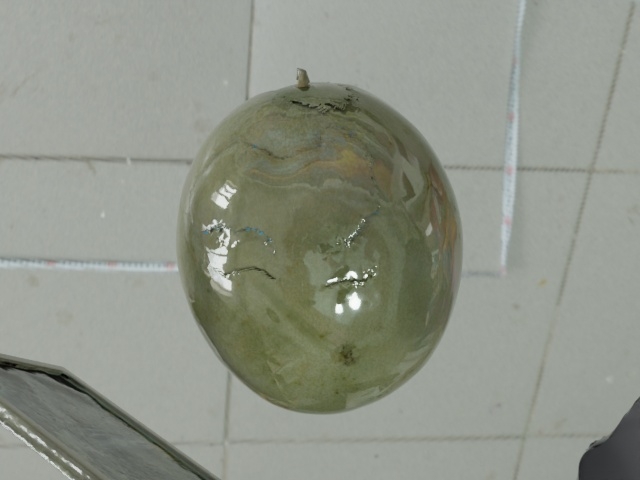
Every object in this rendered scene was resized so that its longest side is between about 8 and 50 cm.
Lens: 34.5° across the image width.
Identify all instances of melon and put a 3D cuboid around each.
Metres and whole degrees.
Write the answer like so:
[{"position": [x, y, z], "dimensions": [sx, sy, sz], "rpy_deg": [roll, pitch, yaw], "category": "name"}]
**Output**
[{"position": [0.000, 0.000, 0.974], "dimensions": [0.269, 0.268, 0.330], "rpy_deg": [-12, 117, -2], "category": "melon"}]

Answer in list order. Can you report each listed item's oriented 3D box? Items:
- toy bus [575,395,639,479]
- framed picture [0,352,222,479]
[{"position": [0.346, 0.158, 0.877], "dimensions": [0.147, 0.127, 0.302], "rpy_deg": [3, 126, -41], "category": "toy bus"}, {"position": [-0.225, 0.192, 1.021], "dimensions": [0.020, 0.324, 0.240], "rpy_deg": [-62, 151, -2], "category": "framed picture"}]
